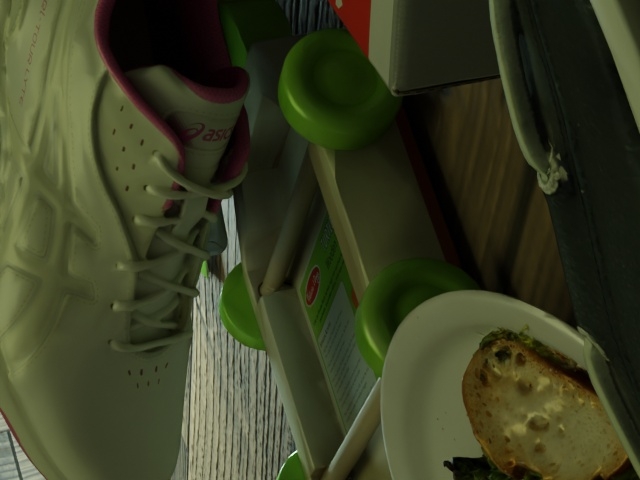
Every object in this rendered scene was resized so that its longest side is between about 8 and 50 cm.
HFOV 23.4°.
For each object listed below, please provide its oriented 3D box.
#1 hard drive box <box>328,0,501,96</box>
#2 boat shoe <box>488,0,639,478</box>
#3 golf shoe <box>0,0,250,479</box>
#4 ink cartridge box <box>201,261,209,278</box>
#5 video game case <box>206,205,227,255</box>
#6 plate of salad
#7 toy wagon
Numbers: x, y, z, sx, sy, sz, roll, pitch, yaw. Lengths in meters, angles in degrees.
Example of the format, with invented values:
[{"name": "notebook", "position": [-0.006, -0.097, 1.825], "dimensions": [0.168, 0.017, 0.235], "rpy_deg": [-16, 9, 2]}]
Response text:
[{"name": "hard drive box", "position": [0.036, -0.193, 0.479], "dimensions": [0.181, 0.089, 0.232], "rpy_deg": [-120, 23, -47]}, {"name": "boat shoe", "position": [0.086, -0.060, 0.365], "dimensions": [0.091, 0.114, 0.302], "rpy_deg": [176, 82, -68]}, {"name": "golf shoe", "position": [-0.095, -0.017, 0.736], "dimensions": [0.140, 0.115, 0.306], "rpy_deg": [-2, 98, 38]}, {"name": "ink cartridge box", "position": [-0.168, -0.100, 1.235], "dimensions": [0.189, 0.097, 0.255], "rpy_deg": [-150, 51, -69]}, {"name": "video game case", "position": [-0.124, -0.151, 0.938], "dimensions": [0.300, 0.036, 0.329], "rpy_deg": [180, 79, -77]}, {"name": "plate of salad", "position": [0.079, 0.113, 0.564], "dimensions": [0.200, 0.048, 0.200], "rpy_deg": [37, 141, 38]}, {"name": "toy wagon", "position": [0.000, 0.000, 0.788], "dimensions": [0.267, 0.068, 0.344], "rpy_deg": [112, 144, -63]}]
